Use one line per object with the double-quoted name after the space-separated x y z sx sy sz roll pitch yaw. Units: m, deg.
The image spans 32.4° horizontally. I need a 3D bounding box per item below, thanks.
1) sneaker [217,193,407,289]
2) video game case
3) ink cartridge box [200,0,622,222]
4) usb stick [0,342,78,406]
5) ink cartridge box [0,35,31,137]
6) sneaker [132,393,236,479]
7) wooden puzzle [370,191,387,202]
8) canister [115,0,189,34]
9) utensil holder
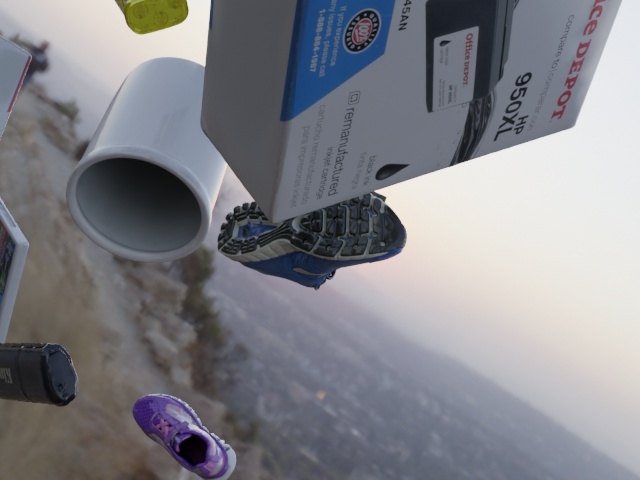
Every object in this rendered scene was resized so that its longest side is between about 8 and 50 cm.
0.000 0.000 1.776 0.330 0.130 0.147 -1 -26 35 "sneaker"
-0.544 0.039 1.834 0.023 0.201 0.183 0 33 -38 "video game case"
0.099 -0.216 1.089 0.166 0.395 0.285 53 -31 33 "ink cartridge box"
-0.379 0.164 1.370 0.278 0.045 0.077 -6 -78 53 "usb stick"
-0.824 -0.282 2.403 0.160 0.279 0.384 29 -26 -35 "ink cartridge box"
-0.269 0.369 2.095 0.236 0.095 0.104 34 -2 22 "sneaker"
0.088 -0.061 1.903 0.083 0.049 0.006 27 12 36 "wooden puzzle"
-0.351 -0.491 2.218 0.170 0.126 0.073 -126 -159 -47 "canister"
-0.371 -0.193 2.557 0.327 0.327 0.385 34 41 -18 "utensil holder"
